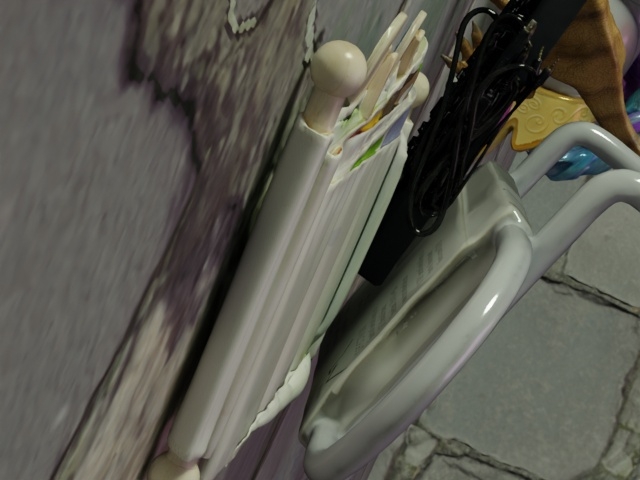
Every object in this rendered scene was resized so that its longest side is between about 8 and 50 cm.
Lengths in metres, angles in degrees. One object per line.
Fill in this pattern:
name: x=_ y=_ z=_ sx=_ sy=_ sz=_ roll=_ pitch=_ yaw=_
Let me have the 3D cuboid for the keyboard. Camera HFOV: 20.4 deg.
keyboard: x=0.062 y=-0.072 z=0.727 sx=0.192 sy=0.038 sz=0.100 roll=-56 pitch=-167 yaw=14

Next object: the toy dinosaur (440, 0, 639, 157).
toy dinosaur: x=0.119 y=-0.084 z=0.818 sx=0.064 sy=0.112 sz=0.211 roll=-42 pitch=126 yaw=-27

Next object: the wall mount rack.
wall mount rack: x=0.047 y=0.093 z=0.745 sx=0.304 sy=0.130 sz=0.350 roll=-49 pitch=-177 yaw=9

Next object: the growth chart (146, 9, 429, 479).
growth chart: x=0.000 y=0.000 z=0.612 sx=0.237 sy=0.021 sz=0.172 roll=-29 pitch=142 yaw=-79

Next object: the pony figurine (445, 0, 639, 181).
pony figurine: x=0.242 y=-0.185 z=1.019 sx=0.351 sy=0.303 sz=0.363 roll=9 pitch=113 yaw=-50
